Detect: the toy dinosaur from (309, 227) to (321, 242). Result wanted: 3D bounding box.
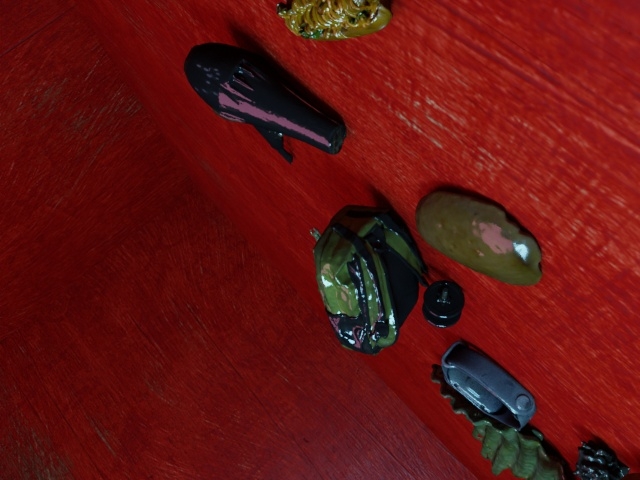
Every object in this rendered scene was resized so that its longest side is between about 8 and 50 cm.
[{"bbox_3d":[0.000,0.000,1.437,0.083,0.021,0.062,47,156,11],"label":"toy dinosaur"}]

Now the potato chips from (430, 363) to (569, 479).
[{"bbox_3d":[0.427,0.480,1.258,0.389,0.097,0.373,53,167,-28],"label":"potato chips"}]

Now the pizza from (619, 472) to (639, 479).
[{"bbox_3d":[0.541,0.407,0.643,0.288,0.074,0.251,41,167,27],"label":"pizza"}]

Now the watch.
[{"bbox_3d":[0.338,0.297,1.060,0.206,0.068,0.193,42,164,11],"label":"watch"}]

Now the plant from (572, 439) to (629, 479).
[{"bbox_3d":[0.479,0.407,0.884,0.085,0.087,0.174,-99,-14,-50],"label":"plant"}]

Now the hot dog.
[{"bbox_3d":[0.011,-0.235,0.520,0.072,0.055,0.188,56,167,-26],"label":"hot dog"}]

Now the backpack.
[{"bbox_3d":[0.086,0.062,0.882,0.140,0.207,0.253,9,136,37],"label":"backpack"}]

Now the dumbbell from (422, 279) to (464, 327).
[{"bbox_3d":[0.212,0.110,0.888,0.069,0.069,0.147,43,168,25],"label":"dumbbell"}]

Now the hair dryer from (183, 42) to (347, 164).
[{"bbox_3d":[-0.066,-0.198,0.927,0.304,0.120,0.359,30,174,16],"label":"hair dryer"}]

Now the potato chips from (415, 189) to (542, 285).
[{"bbox_3d":[0.192,0.003,0.664,0.202,0.049,0.150,24,159,51],"label":"potato chips"}]
